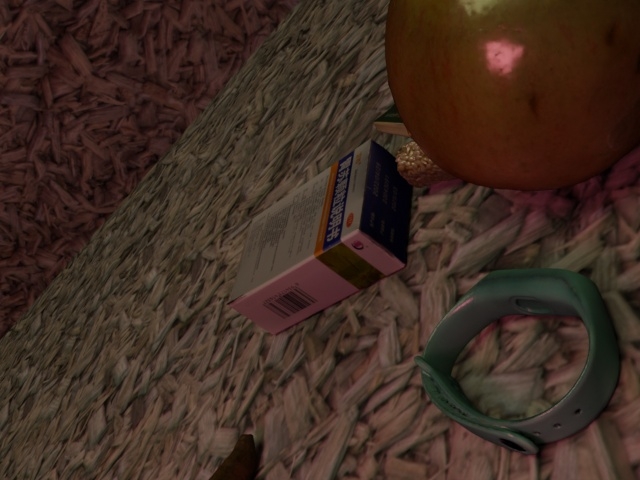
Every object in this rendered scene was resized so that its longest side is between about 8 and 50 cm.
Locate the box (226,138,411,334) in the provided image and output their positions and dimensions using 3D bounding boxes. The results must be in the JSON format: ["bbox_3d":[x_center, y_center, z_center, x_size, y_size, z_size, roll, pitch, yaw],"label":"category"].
[{"bbox_3d":[0.000,0.000,1.310,0.299,0.106,0.200,-30,35,36],"label":"box"}]

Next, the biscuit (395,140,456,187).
[{"bbox_3d":[0.189,-0.123,1.186,0.168,0.082,0.070,-13,54,46],"label":"biscuit"}]

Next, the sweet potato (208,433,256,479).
[{"bbox_3d":[-0.140,0.376,1.124,0.077,0.077,0.244,-33,26,34],"label":"sweet potato"}]

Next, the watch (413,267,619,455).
[{"bbox_3d":[0.206,0.124,0.879,0.237,0.068,0.195,-2,58,53],"label":"watch"}]

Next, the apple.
[{"bbox_3d":[0.230,-0.230,0.950,0.338,0.305,0.339,-16,44,16],"label":"apple"}]

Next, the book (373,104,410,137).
[{"bbox_3d":[0.222,-0.242,1.235,0.264,0.027,0.202,-38,21,-9],"label":"book"}]
